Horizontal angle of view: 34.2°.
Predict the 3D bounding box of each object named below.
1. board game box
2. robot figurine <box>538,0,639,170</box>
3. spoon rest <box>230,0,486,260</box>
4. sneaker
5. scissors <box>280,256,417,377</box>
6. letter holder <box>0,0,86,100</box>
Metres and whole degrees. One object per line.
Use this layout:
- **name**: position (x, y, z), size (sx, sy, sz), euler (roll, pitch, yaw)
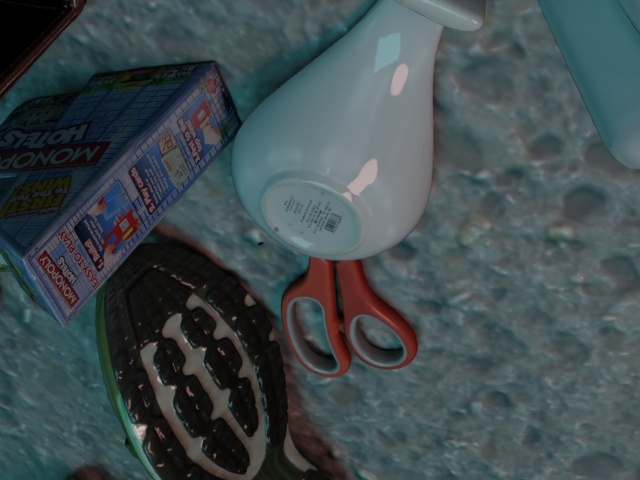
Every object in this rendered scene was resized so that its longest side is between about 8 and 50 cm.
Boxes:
- **board game box**: position (-0.177, -0.032, 0.685), size (0.194, 0.194, 0.060), euler (-2, 131, 24)
- **robot figurine**: position (0.239, -0.159, 0.377), size (0.299, 0.200, 0.353), euler (-7, 156, -36)
- **spoon rest**: position (0.027, -0.076, 0.646), size (0.137, 0.084, 0.276), euler (25, 144, -5)
- **sneaker**: position (-0.121, 0.174, 0.913), size (0.182, 0.158, 0.410), euler (10, 133, 38)
- **scissors**: position (0.000, 0.000, 0.766), size (0.109, 0.021, 0.297), euler (1, 133, 21)
- **letter holder**: position (-0.331, -0.167, 0.604), size (0.301, 0.214, 0.152), euler (11, 135, 14)
